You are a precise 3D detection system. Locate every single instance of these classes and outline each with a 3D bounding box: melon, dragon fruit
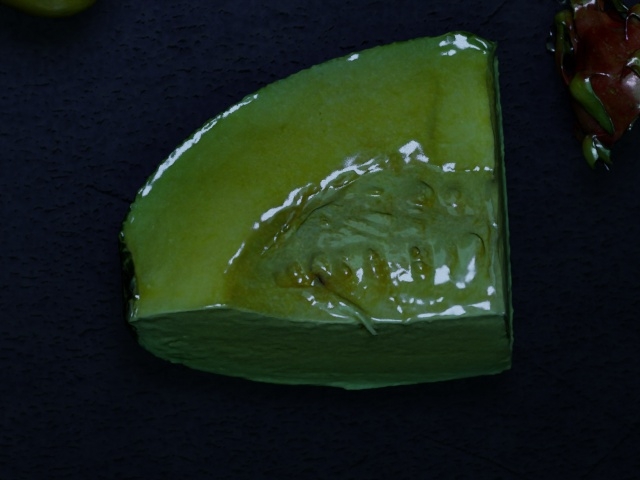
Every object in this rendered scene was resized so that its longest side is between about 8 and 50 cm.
[{"bbox_3d":[0.000,0.000,1.443,0.343,0.226,0.331,-2,116,4],"label":"melon"},{"bbox_3d":[0.266,-0.162,1.506,0.142,0.138,0.175,-23,76,-43],"label":"dragon fruit"}]

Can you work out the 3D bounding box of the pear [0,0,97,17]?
[{"bbox_3d":[-0.229,-0.288,1.334,0.200,0.200,0.200,-3,104,-11],"label":"pear"}]
